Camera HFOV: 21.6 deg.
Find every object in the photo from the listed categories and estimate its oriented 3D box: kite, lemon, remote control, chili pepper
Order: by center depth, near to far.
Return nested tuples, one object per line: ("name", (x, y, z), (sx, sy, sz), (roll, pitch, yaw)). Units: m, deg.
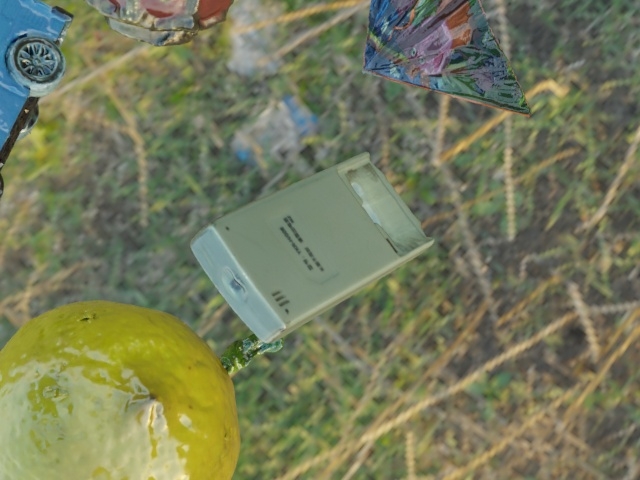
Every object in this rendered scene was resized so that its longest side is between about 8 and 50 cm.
("remote control", (0.000, 0.000, 1.561), (0.123, 0.285, 0.038), (52, 126, 6))
("kite", (0.098, -0.219, 1.587), (0.234, 0.016, 0.321), (-44, 61, 45))
("lemon", (-0.248, 0.220, 1.935), (0.336, 0.336, 0.336), (16, 125, 24))
("chili pepper", (-0.089, 0.136, 2.055), (0.034, 0.091, 0.030), (22, 131, 52))

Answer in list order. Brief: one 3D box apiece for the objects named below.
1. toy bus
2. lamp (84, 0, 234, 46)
("toy bus", (-0.224, -0.061, 0.968), (0.106, 0.185, 0.090), (28, 153, -12))
("lamp", (-0.157, -0.337, 1.696), (0.177, 0.177, 0.274), (22, 120, 20))
